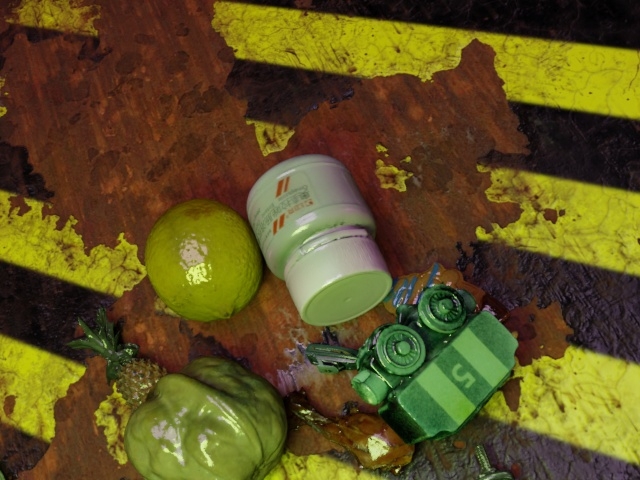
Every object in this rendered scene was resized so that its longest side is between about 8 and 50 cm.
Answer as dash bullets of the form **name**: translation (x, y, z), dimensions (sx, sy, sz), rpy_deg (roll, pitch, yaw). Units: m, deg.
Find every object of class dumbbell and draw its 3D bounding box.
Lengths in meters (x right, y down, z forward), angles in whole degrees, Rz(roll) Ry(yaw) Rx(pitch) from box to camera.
- **dumbbell**: translation (0.319, 0.475, 1.341), dimensions (0.110, 0.110, 0.254), rpy_deg (-21, 53, 7)

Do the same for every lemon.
- **lemon**: translation (-0.248, 0.042, 1.653), dimensions (0.268, 0.267, 0.267), rpy_deg (-7, 62, 14)

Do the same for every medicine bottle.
- **medicine bottle**: translation (0.000, 0.000, 1.594), dimensions (0.241, 0.241, 0.301), rpy_deg (-27, 59, 3)

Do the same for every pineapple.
- **pineapple**: translation (-0.433, 0.258, 1.672), dimensions (0.277, 0.130, 0.119), rpy_deg (34, 66, 30)

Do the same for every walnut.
- **walnut**: translation (-0.210, 0.364, 1.471), dimensions (0.277, 0.253, 0.282), rpy_deg (23, 73, 27)

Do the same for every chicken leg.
- **chicken leg**: translation (0.038, 0.365, 1.495), dimensions (0.305, 0.093, 0.113), rpy_deg (13, 80, 27)

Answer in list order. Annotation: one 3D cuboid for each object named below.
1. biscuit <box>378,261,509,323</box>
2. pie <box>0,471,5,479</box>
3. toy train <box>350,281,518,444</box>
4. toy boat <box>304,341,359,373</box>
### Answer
- **biscuit**: translation (0.241, 0.132, 1.573), dimensions (0.281, 0.043, 0.183), rpy_deg (8, 70, 25)
- **pie**: translation (-0.764, 0.571, 1.663), dimensions (0.241, 0.054, 0.240), rpy_deg (-8, 64, 16)
- **toy train**: translation (0.206, 0.224, 1.424), dimensions (0.299, 0.167, 0.238), rpy_deg (-39, 81, -23)
- **toy boat**: translation (0.040, 0.241, 1.568), dimensions (0.141, 0.055, 0.060), rpy_deg (4, 58, 19)
